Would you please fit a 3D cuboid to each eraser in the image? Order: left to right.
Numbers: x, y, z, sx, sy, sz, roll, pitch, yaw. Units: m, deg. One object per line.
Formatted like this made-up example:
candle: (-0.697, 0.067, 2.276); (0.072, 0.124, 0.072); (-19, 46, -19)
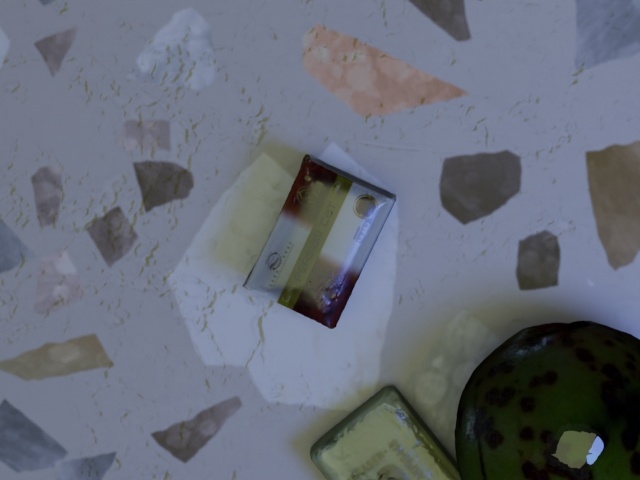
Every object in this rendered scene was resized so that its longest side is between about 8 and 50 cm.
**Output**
eraser: (0.083, 0.253, 1.882); (0.117, 0.058, 0.172); (-38, 91, 6)

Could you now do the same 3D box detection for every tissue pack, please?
tissue pack: (0.000, 0.000, 1.845); (0.106, 0.099, 0.149); (25, 96, 1)

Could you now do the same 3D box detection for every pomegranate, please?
pomegranate: (0.235, 0.230, 1.783); (0.242, 0.242, 0.306); (17, 101, 2)
